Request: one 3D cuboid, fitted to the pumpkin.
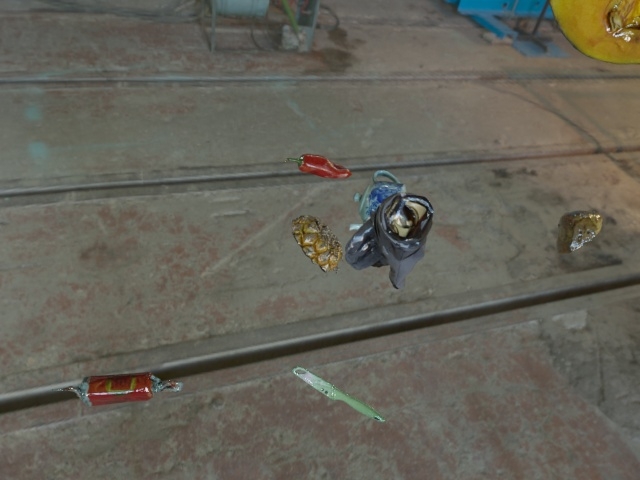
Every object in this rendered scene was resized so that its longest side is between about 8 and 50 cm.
[{"bbox_3d":[0.532,-0.398,0.860,0.312,0.169,0.148,25,66,-1],"label":"pumpkin"}]

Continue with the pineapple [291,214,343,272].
[{"bbox_3d":[0.000,0.000,1.550,0.225,0.076,0.224,44,20,-21],"label":"pineapple"}]

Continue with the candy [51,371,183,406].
[{"bbox_3d":[-0.474,0.350,1.225,0.293,0.086,0.059,-2,58,-11],"label":"candy"}]

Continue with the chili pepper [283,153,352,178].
[{"bbox_3d":[0.001,-0.182,1.273,0.191,0.050,0.059,8,20,-30],"label":"chili pepper"}]

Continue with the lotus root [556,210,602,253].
[{"bbox_3d":[0.743,-0.031,1.517,0.095,0.159,0.135,48,19,7],"label":"lotus root"}]

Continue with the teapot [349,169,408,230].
[{"bbox_3d":[0.165,-0.107,1.487,0.159,0.159,0.231,20,60,8],"label":"teapot"}]

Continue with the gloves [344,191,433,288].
[{"bbox_3d":[0.121,0.005,0.863,0.119,0.285,0.142,-22,80,-19],"label":"gloves"}]

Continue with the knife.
[{"bbox_3d":[0.033,0.302,1.016,0.207,0.030,0.014,28,18,14],"label":"knife"}]
